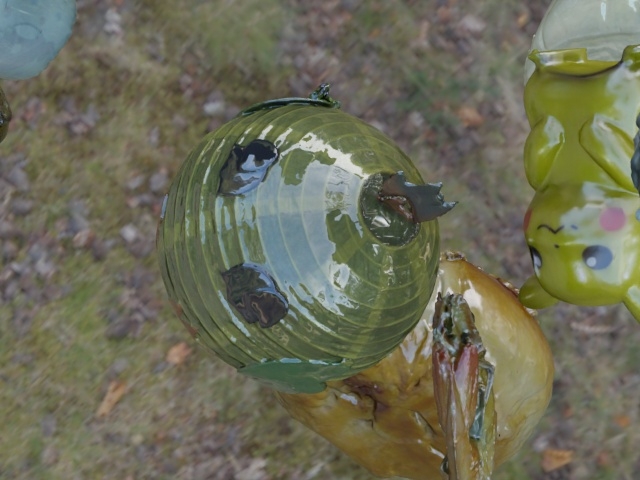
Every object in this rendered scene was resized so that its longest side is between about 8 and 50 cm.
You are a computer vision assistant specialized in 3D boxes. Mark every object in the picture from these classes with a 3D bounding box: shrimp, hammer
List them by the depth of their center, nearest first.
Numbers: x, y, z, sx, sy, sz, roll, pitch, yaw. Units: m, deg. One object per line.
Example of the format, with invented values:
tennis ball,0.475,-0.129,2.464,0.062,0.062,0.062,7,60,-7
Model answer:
hammer,-0.214,-0.235,1.177,0.206,0.335,0.119,5,69,-58
shrimp,0.142,0.169,1.461,0.061,0.267,0.145,3,28,14

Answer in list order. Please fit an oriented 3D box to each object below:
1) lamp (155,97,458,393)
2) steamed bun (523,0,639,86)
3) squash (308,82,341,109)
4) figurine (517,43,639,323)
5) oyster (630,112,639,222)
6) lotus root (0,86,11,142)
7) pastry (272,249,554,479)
lamp,0.000,0.000,1.232,0.250,0.284,0.250,14,68,-39
steamed bun,0.419,-0.296,1.957,0.290,0.273,0.272,-60,144,-41
squash,-0.025,-0.029,1.655,0.071,0.080,0.319,1,109,-10
figurine,0.293,-0.050,1.567,0.169,0.218,0.327,10,86,-45
oyster,0.263,-0.019,0.859,0.158,0.162,0.351,-9,107,0
lotus root,-0.476,-0.117,1.726,0.124,0.241,0.123,54,9,-44
pastry,0.116,0.147,1.938,0.409,0.409,0.245,33,54,-13
